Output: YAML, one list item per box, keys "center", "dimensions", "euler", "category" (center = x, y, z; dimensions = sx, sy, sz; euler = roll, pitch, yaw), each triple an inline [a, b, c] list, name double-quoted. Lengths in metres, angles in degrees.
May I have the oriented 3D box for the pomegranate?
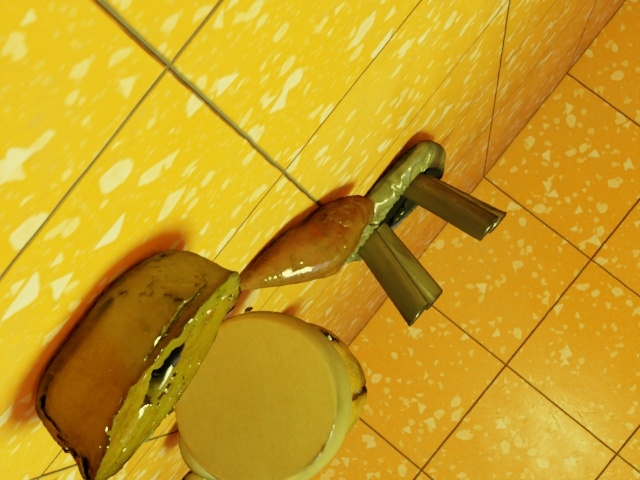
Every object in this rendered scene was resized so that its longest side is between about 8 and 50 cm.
- center: [-0.036, 0.289, 1.943]
  dimensions: [0.260, 0.260, 0.260]
  euler: [-49, 170, -12]
  category: "pomegranate"

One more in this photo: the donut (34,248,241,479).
- center: [-0.195, 0.120, 1.055]
  dimensions: [0.272, 0.107, 0.272]
  euler: [-54, 174, -9]
  category: "donut"

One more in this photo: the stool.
- center: [0.202, -0.022, 1.969]
  dimensions: [0.310, 0.226, 0.310]
  euler: [-53, 172, 12]
  category: "stool"

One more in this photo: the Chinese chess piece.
- center: [-0.085, 0.238, 1.469]
  dimensions: [0.273, 0.273, 0.102]
  euler: [-52, 168, 3]
  category: "Chinese chess piece"

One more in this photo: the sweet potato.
- center: [0.010, 0.000, 1.531]
  dimensions: [0.106, 0.095, 0.354]
  euler: [-7, -163, 37]
  category: "sweet potato"

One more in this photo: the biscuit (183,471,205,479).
- center: [-0.293, 0.630, 2.494]
  dimensions: [0.213, 0.091, 0.274]
  euler: [-57, 171, 19]
  category: "biscuit"

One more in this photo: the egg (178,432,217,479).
- center: [-0.189, 0.372, 1.837]
  dimensions: [0.151, 0.151, 0.209]
  euler: [-48, 169, -16]
  category: "egg"
